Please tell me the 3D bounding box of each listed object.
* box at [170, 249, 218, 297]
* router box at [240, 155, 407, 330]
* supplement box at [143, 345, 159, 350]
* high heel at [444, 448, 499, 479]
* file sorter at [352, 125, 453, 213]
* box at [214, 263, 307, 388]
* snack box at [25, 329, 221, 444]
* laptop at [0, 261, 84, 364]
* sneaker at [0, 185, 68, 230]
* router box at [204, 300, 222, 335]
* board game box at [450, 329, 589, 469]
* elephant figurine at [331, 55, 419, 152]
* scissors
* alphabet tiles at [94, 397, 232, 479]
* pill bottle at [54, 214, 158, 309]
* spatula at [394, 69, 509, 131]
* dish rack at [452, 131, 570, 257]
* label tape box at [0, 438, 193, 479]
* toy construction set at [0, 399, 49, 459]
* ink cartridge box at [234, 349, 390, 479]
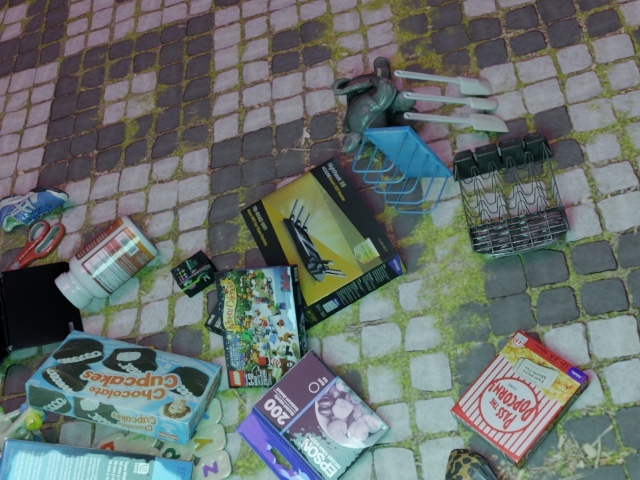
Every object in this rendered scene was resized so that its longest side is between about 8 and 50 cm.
[{"bbox_3d":[-0.272,0.073,1.732,0.083,0.062,0.052,-35,54,-2],"label":"box"},{"bbox_3d":[0.000,0.000,1.659,0.243,0.081,0.308,-31,53,0],"label":"router box"},{"bbox_3d":[-0.368,0.267,1.656,0.055,0.043,0.083,-6,56,16],"label":"supplement box"},{"bbox_3d":[0.195,0.470,1.296,0.261,0.093,0.186,-42,35,3],"label":"high heel"},{"bbox_3d":[0.164,-0.140,1.617,0.118,0.170,0.104,5,65,46],"label":"file sorter"},{"bbox_3d":[-0.112,0.167,1.538,0.159,0.044,0.233,-6,94,18],"label":"box"},{"bbox_3d":[-0.373,0.278,1.533,0.322,0.060,0.187,12,29,8],"label":"snack box"},{"bbox_3d":[-0.698,0.198,1.852,0.264,0.137,0.234,-44,49,23],"label":"laptop"},{"bbox_3d":[-0.723,-0.079,2.008,0.211,0.080,0.081,-15,60,24],"label":"sneaker"},{"bbox_3d":[-0.173,0.147,1.660,0.092,0.038,0.122,16,66,30],"label":"router box"},{"bbox_3d":[0.343,0.271,1.370,0.147,0.045,0.193,35,76,35],"label":"board game box"},{"bbox_3d":[0.105,-0.315,1.799,0.239,0.186,0.169,51,128,47],"label":"elephant figurine"},{"bbox_3d":[-0.743,0.068,1.947,0.109,0.021,0.297,23,68,30],"label":"scissors"},{"bbox_3d":[-0.308,0.425,1.544,0.278,0.021,0.284,-22,53,7],"label":"alphabet tiles"},{"bbox_3d":[-0.484,0.053,1.793,0.216,0.121,0.121,-40,53,-6],"label":"pill bottle"},{"bbox_3d":[0.277,-0.303,1.708,0.242,0.019,0.168,2,58,-18],"label":"spatula"},{"bbox_3d":[0.376,-0.085,1.575,0.208,0.074,0.271,-14,56,14],"label":"dish rack"},{"bbox_3d":[-0.418,0.498,1.433,0.334,0.106,0.240,11,73,-14],"label":"label tape box"},{"bbox_3d":[-0.667,0.437,1.548,0.328,0.215,0.151,-19,48,-7],"label":"toy construction set"},{"bbox_3d":[-0.019,0.340,1.437,0.208,0.045,0.206,-44,72,-9],"label":"ink cartridge box"}]
